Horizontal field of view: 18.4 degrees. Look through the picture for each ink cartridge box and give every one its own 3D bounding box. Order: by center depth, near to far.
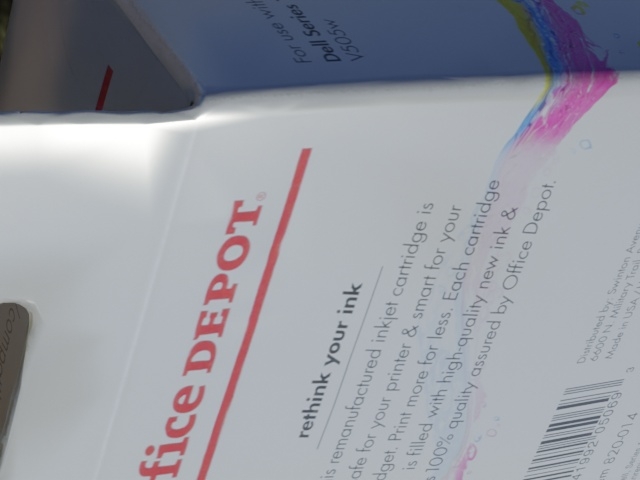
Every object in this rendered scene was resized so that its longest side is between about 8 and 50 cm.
[{"bbox_3d":[0.000,0.000,0.653,0.353,0.207,0.119,-5,40,-33],"label":"ink cartridge box"}]
